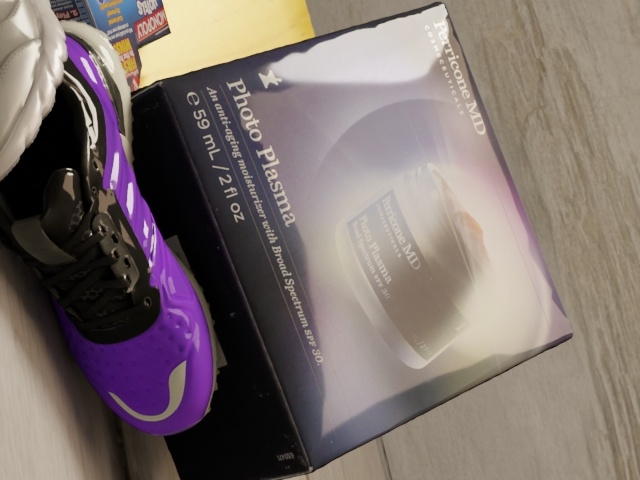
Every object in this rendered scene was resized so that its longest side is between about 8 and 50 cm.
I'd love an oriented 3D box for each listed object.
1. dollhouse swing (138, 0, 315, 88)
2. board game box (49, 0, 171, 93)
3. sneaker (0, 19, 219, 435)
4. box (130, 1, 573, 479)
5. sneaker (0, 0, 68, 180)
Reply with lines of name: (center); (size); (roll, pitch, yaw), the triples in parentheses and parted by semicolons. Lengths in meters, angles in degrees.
dollhouse swing: (-0.167, -0.177, 1.572); (0.315, 0.305, 0.347); (-14, 89, -43)
board game box: (-0.190, -0.197, 1.272); (0.194, 0.060, 0.194); (-49, 128, -70)
sneaker: (-0.160, 0.002, 1.015); (0.146, 0.102, 0.293); (-41, 112, -76)
box: (0.000, 0.000, 1.206); (0.183, 0.294, 0.296); (-21, -89, 51)
sneaker: (-0.224, -0.145, 0.905); (0.115, 0.105, 0.281); (22, 47, -39)
